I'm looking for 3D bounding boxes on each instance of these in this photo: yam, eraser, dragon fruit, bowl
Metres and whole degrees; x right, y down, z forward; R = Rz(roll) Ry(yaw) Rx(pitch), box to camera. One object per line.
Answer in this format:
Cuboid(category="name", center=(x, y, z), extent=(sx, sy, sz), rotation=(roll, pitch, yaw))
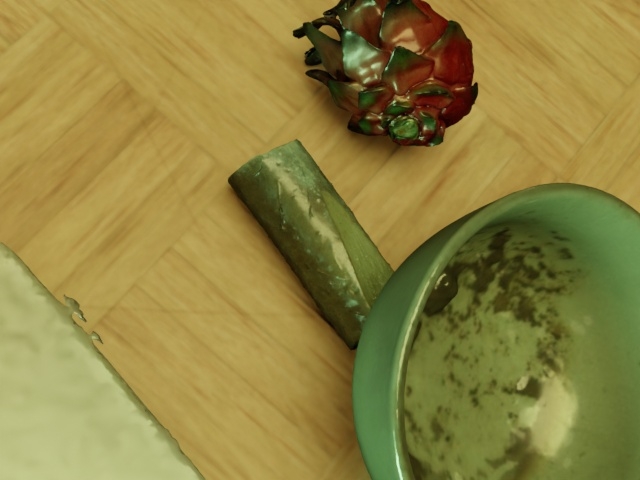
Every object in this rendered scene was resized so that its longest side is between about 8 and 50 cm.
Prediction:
Cuboid(category="yam", center=(0.000, 0.000, 0.924), extent=(0.068, 0.068, 0.169), rotation=(-34, 83, -23))
Cuboid(category="eraser", center=(-0.237, 0.198, 0.751), extent=(0.331, 0.150, 0.331), rotation=(6, 69, -16))
Cuboid(category="dragon fruit", center=(0.056, -0.137, 0.958), extent=(0.130, 0.121, 0.142), rotation=(-28, 107, 13))
Cuboid(category="bowl", center=(0.130, 0.106, 0.863), extent=(0.289, 0.146, 0.289), rotation=(2, 87, -32))
